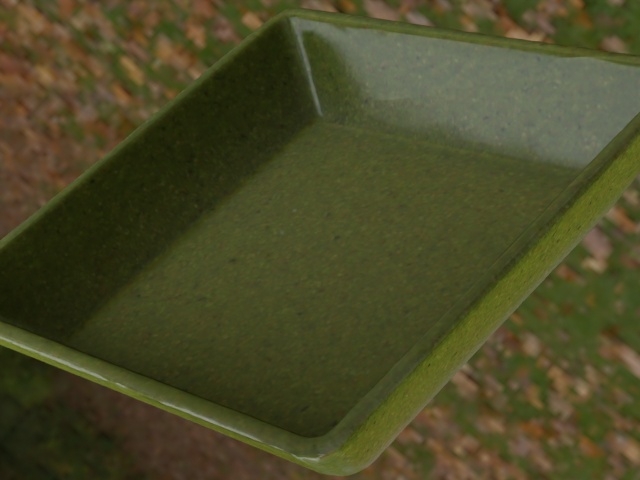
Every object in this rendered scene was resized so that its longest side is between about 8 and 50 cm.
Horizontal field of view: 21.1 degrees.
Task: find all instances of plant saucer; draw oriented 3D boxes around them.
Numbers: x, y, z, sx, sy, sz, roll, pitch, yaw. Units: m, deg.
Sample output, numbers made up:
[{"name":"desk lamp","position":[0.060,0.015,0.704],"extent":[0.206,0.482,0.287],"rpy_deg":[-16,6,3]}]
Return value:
[{"name":"plant saucer","position":[0.000,0.000,0.564],"extent":[0.188,0.188,0.045],"rpy_deg":[15,138,43]}]
